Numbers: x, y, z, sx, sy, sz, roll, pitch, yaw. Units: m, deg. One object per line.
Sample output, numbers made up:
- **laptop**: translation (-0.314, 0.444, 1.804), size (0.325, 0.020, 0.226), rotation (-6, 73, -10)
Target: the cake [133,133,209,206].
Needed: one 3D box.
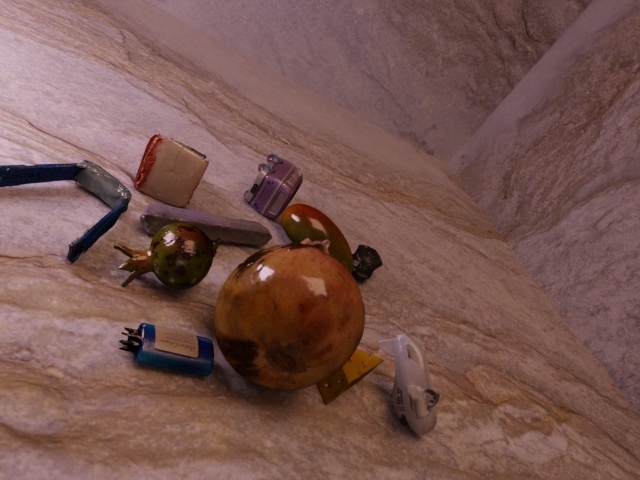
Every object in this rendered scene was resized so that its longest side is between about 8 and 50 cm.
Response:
- **cake**: translation (-0.430, -0.189, 1.453), size (0.158, 0.160, 0.262), rotation (26, -5, -23)

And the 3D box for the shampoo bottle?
- **shampoo bottle**: translation (-0.298, 0.209, 1.006), size (0.183, 0.050, 0.087), rotation (21, 35, -31)

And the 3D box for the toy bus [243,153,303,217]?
- **toy bus**: translation (-0.149, -0.178, 1.690), size (0.142, 0.142, 0.202), rotation (31, 29, -4)

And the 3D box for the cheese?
- **cheese**: translation (0.075, 0.317, 1.261), size (0.171, 0.093, 0.126), rotation (14, 36, -42)

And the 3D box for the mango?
- **mango**: translation (0.000, -0.003, 1.626), size (0.289, 0.129, 0.146), rotation (44, 25, -10)

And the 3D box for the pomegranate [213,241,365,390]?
- **pomegranate**: translation (-0.065, 0.159, 1.083), size (0.322, 0.322, 0.322), rotation (30, 28, -18)

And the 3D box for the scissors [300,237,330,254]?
- **scissors**: translation (-0.063, 0.090, 1.446), size (0.317, 0.024, 0.160), rotation (-26, 108, -47)

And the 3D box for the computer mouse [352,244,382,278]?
- **computer mouse**: translation (0.141, 0.078, 1.745), size (0.106, 0.062, 0.192), rotation (44, 33, 7)

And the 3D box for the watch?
- **watch**: translation (-0.579, -0.102, 1.130), size (0.276, 0.068, 0.274), rotation (35, 32, -8)

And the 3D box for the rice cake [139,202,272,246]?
- **rice cake**: translation (-0.295, -0.035, 1.370), size (0.399, 0.064, 0.070), rotation (9, 30, -45)

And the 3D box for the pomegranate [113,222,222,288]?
- **pomegranate**: translation (-0.336, 0.028, 1.133), size (0.220, 0.156, 0.156), rotation (12, 37, -35)

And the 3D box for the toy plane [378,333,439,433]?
- **toy plane**: translation (0.230, 0.361, 1.310), size (0.252, 0.118, 0.252), rotation (-13, 90, -86)
